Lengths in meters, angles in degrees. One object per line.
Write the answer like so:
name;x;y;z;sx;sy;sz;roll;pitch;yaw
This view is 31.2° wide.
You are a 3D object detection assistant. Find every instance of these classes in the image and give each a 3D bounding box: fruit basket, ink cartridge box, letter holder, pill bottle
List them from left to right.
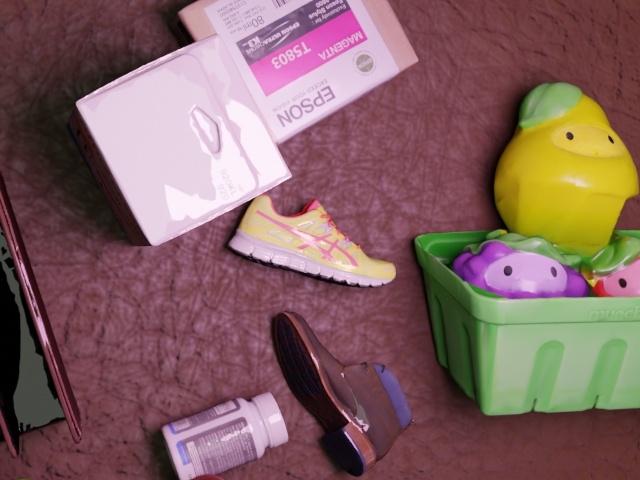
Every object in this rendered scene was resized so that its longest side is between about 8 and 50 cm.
letter holder;-0.369;0.085;1.218;0.152;0.214;0.301;-18;95;-14
ink cartridge box;-0.164;-0.102;1.261;0.168;0.233;0.171;-29;97;-13
pill bottle;-0.113;0.233;1.356;0.137;0.078;0.078;-19;95;-14
ink cartridge box;-0.031;-0.237;1.372;0.235;0.088;0.193;-32;97;-13
fruit basket;0.313;0.001;1.389;0.392;0.283;0.391;-5;109;-13

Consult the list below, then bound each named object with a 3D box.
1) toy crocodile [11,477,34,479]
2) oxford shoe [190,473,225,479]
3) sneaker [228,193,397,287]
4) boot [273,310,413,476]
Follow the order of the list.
toy crocodile;-0.391;0.301;1.182;0.341;0.115;0.105;4;85;-3
oxford shoe;-0.191;0.430;1.318;0.348;0.123;0.130;-44;133;3
sneaker;0.000;0.000;1.384;0.209;0.081;0.094;17;84;-14
boot;0.028;0.169;1.409;0.106;0.082;0.219;-29;93;-35
